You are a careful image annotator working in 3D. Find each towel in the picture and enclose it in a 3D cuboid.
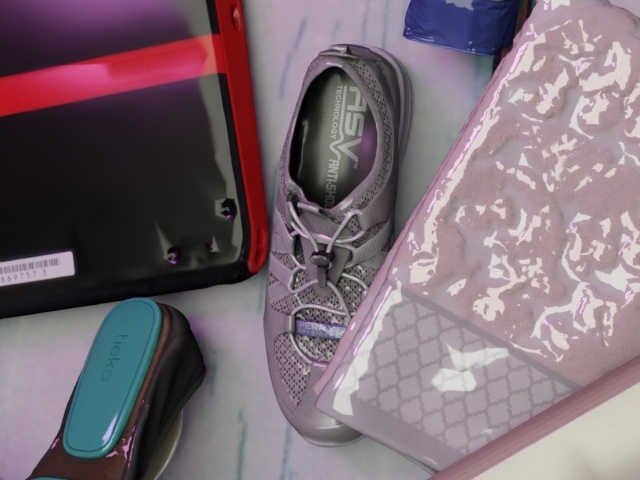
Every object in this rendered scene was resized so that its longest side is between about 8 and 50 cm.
[{"bbox_3d":[0.206,0.051,0.818,0.332,0.053,0.317,30,96,-1],"label":"towel"}]

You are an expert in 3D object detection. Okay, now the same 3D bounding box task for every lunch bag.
[{"bbox_3d":[0.100,-0.166,0.876,0.067,0.098,0.065,15,110,14],"label":"lunch bag"}]

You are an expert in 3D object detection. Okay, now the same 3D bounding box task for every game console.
[{"bbox_3d":[-0.239,-0.112,0.990,0.386,0.060,0.342,-9,87,16],"label":"game console"}]

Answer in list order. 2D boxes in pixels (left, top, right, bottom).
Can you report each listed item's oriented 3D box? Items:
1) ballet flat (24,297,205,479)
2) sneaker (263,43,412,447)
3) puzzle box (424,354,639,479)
[{"bbox_3d":[-0.150,0.171,0.880,0.095,0.096,0.280,7,55,36],"label":"ballet flat"},{"bbox_3d":[0.000,0.000,0.884,0.105,0.115,0.281,1,88,16],"label":"sneaker"},{"bbox_3d":[0.271,0.256,0.777,0.272,0.052,0.409,-32,95,11],"label":"puzzle box"}]
